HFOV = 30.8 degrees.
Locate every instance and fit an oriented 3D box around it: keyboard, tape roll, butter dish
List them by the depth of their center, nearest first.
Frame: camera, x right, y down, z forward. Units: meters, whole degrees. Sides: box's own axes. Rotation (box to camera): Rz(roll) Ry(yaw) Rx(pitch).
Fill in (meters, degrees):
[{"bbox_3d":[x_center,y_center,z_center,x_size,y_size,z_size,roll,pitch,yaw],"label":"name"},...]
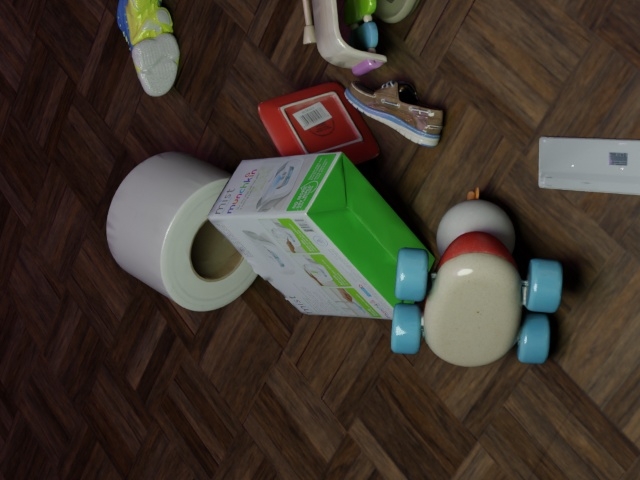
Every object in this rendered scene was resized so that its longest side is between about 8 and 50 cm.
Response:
[{"bbox_3d":[0.396,-0.098,1.542,0.256,0.014,0.072,8,96,45],"label":"keyboard"},{"bbox_3d":[-0.011,-0.156,1.883,0.160,0.160,0.118,61,156,21],"label":"butter dish"},{"bbox_3d":[-0.227,-0.017,2.037,0.169,0.246,0.246,27,114,42],"label":"tape roll"}]

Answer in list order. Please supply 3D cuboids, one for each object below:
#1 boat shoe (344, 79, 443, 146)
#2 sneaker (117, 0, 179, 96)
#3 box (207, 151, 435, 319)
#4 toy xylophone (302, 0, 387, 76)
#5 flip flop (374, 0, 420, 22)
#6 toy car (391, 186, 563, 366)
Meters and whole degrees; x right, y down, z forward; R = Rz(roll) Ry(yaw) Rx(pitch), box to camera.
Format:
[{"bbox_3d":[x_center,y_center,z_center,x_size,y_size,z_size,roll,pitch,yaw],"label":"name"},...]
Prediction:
[{"bbox_3d":[0.118,-0.211,1.785,0.183,0.066,0.066,33,113,28],"label":"boat shoe"},{"bbox_3d":[-0.333,-0.393,2.230,0.126,0.091,0.240,-176,81,-65],"label":"sneaker"},{"bbox_3d":[0.000,0.000,1.781,0.231,0.262,0.126,-1,52,48],"label":"box"},{"bbox_3d":[0.027,-0.415,1.806,0.236,0.081,0.322,-152,57,-73],"label":"toy xylophone"},{"bbox_3d":[0.124,-0.454,1.725,0.112,0.080,0.277,47,129,37],"label":"flip flop"},{"bbox_3d":[0.219,0.035,1.656,0.238,0.219,0.210,-81,-6,-46],"label":"toy car"}]
